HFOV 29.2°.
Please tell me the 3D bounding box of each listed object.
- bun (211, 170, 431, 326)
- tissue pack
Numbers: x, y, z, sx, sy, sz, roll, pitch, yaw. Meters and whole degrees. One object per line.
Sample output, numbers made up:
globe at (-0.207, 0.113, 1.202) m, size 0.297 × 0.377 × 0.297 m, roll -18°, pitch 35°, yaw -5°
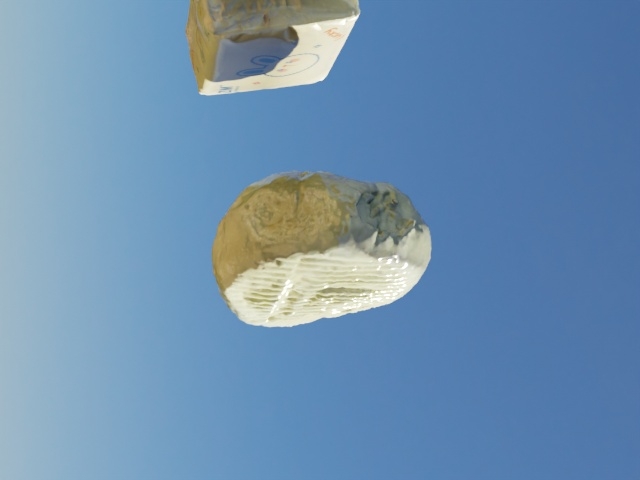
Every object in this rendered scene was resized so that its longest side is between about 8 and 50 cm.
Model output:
bun at (0.000, 0.000, 1.210) m, size 0.220 × 0.220 × 0.134 m, roll 125°, pitch -42°, yaw -60°
tissue pack at (-0.053, -0.214, 1.216) m, size 0.196 × 0.148 × 0.092 m, roll 135°, pitch -54°, yaw -78°
